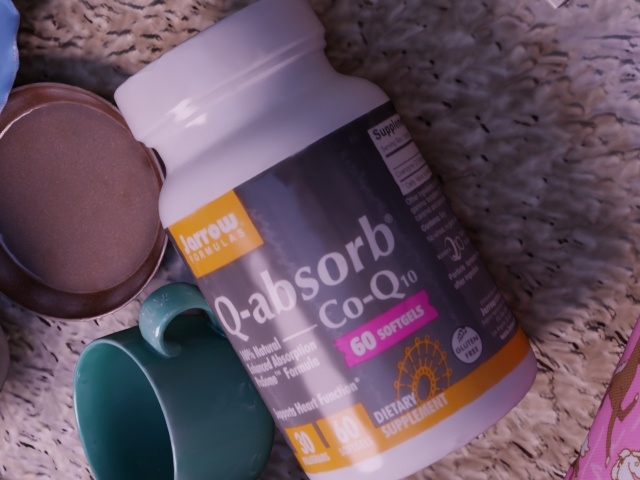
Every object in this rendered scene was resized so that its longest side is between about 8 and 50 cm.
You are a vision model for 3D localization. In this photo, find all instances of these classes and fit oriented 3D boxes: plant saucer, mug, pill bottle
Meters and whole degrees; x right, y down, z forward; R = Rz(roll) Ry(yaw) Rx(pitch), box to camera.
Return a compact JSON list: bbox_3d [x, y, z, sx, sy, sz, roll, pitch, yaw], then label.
[{"bbox_3d":[-0.177,-0.028,0.968,0.168,0.029,0.168,5,105,18],"label":"plant saucer"},{"bbox_3d":[-0.084,0.108,0.916,0.158,0.097,0.129,-42,68,50],"label":"mug"},{"bbox_3d":[0.000,0.000,0.847,0.162,0.162,0.278,-29,94,22],"label":"pill bottle"}]

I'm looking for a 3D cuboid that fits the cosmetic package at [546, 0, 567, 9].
[{"bbox_3d":[0.123,-0.198,0.822,0.060,0.041,0.115,-43,88,23],"label":"cosmetic package"}]

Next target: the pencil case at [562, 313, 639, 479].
[{"bbox_3d":[0.283,0.032,0.768,0.167,0.160,0.386,16,110,-18],"label":"pencil case"}]

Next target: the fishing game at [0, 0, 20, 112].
[{"bbox_3d":[-0.275,-0.124,0.959,0.189,0.041,0.264,31,102,26],"label":"fishing game"}]

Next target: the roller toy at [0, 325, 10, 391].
[{"bbox_3d":[-0.321,0.088,0.954,0.209,0.191,0.146,20,112,-27],"label":"roller toy"}]
